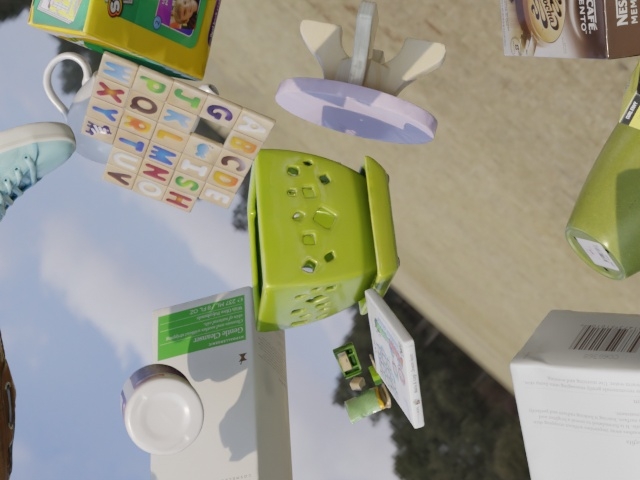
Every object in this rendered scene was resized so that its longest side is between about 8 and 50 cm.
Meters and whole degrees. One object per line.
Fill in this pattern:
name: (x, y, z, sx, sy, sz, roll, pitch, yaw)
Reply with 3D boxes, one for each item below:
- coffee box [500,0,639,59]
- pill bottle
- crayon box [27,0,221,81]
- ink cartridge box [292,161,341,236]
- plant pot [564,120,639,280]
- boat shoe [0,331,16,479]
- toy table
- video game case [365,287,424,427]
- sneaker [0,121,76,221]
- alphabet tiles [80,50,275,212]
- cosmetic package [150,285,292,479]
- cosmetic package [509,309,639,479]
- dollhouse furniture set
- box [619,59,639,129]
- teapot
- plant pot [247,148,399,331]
coffee box: (0.388, -0.362, 1.658, 0.297, 0.118, 0.168, -154, 55, -68)
pill bottle: (-0.229, 0.233, 1.576, 0.108, 0.108, 0.193, 40, 173, -11)
crayon box: (-0.246, -0.439, 1.581, 0.106, 0.363, 0.313, 13, -179, 25)
ink cartridge box: (-0.003, -0.055, 2.130, 0.045, 0.145, 0.179, -34, 70, 54)
plant pot: (0.586, -0.079, 1.998, 0.275, 0.293, 0.275, 43, 169, 11)
boat shoe: (-0.445, 0.189, 1.401, 0.110, 0.307, 0.104, 3, -177, 13)
toy table: (0.076, -0.276, 1.873, 0.274, 0.161, 0.252, 16, 167, -1)
video game case: (0.103, 0.163, 1.554, 0.157, 0.019, 0.143, -126, 24, -59)
sneaker: (-0.541, -0.058, 1.772, 0.150, 0.365, 0.135, 58, 164, 14)
alphabet tiles: (-0.179, -0.111, 1.290, 0.198, 0.009, 0.237, 21, 147, -10)
cosmetic package: (-0.161, 0.284, 1.814, 0.155, 0.196, 0.366, 54, -155, -52)
cosmetic package: (0.386, 0.293, 1.376, 0.217, 0.156, 0.385, 1, 114, 34)
dollhouse furniture set: (0.064, 0.234, 1.866, 0.152, 0.076, 0.059, -112, 0, -64)
box: (0.517, -0.160, 1.464, 0.232, 0.087, 0.058, 19, 137, 3)
teapot: (-0.367, -0.260, 2.125, 0.256, 0.187, 0.252, -7, -152, -35)
plant pot: (0.000, 0.000, 1.697, 0.227, 0.207, 0.228, 105, 160, -68)
